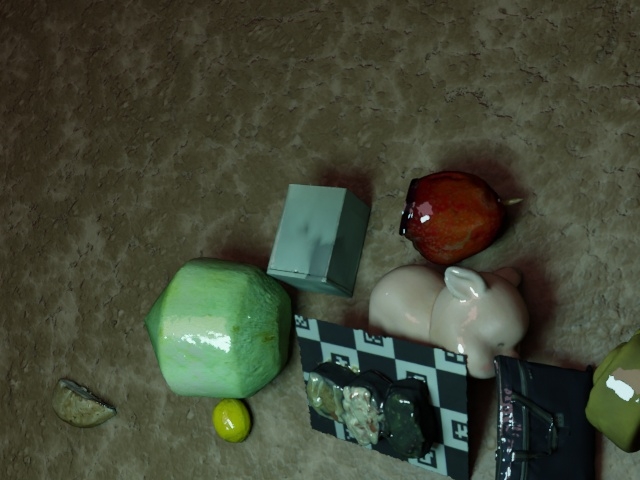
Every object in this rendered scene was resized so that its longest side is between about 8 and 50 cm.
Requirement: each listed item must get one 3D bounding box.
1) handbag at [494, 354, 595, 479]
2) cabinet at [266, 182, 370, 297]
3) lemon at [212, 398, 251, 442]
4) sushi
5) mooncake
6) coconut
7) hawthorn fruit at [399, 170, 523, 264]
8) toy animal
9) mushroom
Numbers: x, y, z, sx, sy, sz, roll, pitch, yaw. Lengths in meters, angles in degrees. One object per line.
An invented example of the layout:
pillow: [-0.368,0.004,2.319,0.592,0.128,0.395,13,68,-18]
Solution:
handbag: [0.389,0.333,1.443,0.088,0.210,0.255,146,130,-65]
cabinet: [0.000,0.000,1.801,0.144,0.150,0.206,7,76,28]
lemon: [-0.196,0.390,1.823,0.082,0.082,0.111,-33,66,17]
sushi: [0.088,0.320,1.563,0.372,0.100,0.297,11,122,33]
mooncake: [0.530,0.239,1.370,0.117,0.234,0.235,39,95,31]
coconut: [-0.231,0.191,1.793,0.328,0.281,0.329,2,100,13]
hawthorn fruit: [0.275,-0.056,1.653,0.251,0.189,0.190,-14,65,4]
toy animal: [0.244,0.147,1.584,0.326,0.237,0.269,41,114,35]
mushroom: [-0.602,0.411,2.061,0.209,0.072,0.094,22,94,34]
